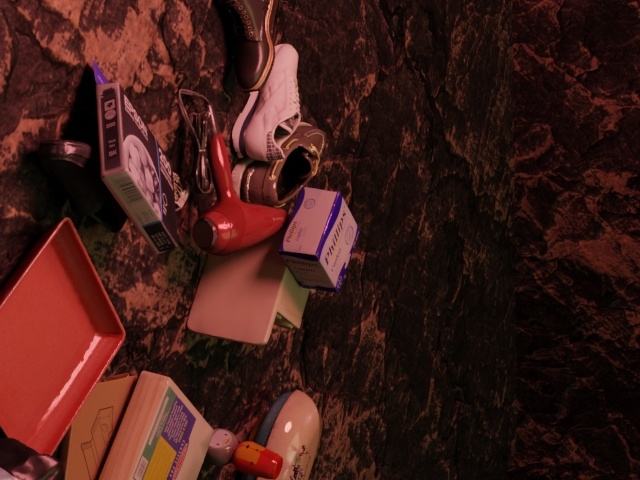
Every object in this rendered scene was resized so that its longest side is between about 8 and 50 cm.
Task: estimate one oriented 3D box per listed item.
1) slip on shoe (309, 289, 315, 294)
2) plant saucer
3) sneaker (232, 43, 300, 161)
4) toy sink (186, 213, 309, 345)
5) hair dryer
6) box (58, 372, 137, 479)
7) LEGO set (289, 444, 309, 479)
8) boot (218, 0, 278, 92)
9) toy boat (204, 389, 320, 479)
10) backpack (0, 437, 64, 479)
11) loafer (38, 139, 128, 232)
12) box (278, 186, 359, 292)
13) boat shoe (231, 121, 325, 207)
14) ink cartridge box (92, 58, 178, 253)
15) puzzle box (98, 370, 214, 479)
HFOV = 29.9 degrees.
[{"bbox_3d":[-0.043,0.067,2.357,0.041,0.051,0.135,-29,148,-10],"label":"slip on shoe"},{"bbox_3d":[-0.378,0.140,1.613,0.259,0.048,0.258,-61,150,-36],"label":"plant saucer"},{"bbox_3d":[-0.072,-0.239,2.104,0.090,0.095,0.235,54,48,-56],"label":"sneaker"},{"bbox_3d":[-0.108,0.075,2.069,0.131,0.153,0.234,47,55,-62],"label":"toy sink"},{"bbox_3d":[-0.148,-0.086,1.911,0.293,0.080,0.223,43,60,-40],"label":"hair dryer"},{"bbox_3d":[-0.337,0.306,1.802,0.164,0.021,0.201,-2,100,-66],"label":"box"},{"bbox_3d":[-0.036,0.415,2.183,0.054,0.023,0.083,55,53,-69],"label":"LEGO set"},{"bbox_3d":[-0.135,-0.353,1.959,0.137,0.077,0.197,28,60,-61],"label":"boot"},{"bbox_3d":[-0.109,0.398,2.235,0.318,0.148,0.267,38,69,-72],"label":"toy boat"},{"bbox_3d":[-0.462,0.395,1.286,0.355,0.273,0.290,-67,179,-57],"label":"backpack"},{"bbox_3d":[-0.315,-0.074,1.635,0.223,0.076,0.078,48,45,-65],"label":"loafer"},{"bbox_3d":[0.000,0.000,2.006,0.137,0.072,0.126,59,46,-56],"label":"box"},{"bbox_3d":[-0.056,-0.134,2.180,0.305,0.091,0.109,-43,137,-55],"label":"boat shoe"},{"bbox_3d":[-0.256,-0.120,1.673,0.206,0.045,0.208,64,12,-57],"label":"ink cartridge box"},{"bbox_3d":[-0.291,0.437,1.881,0.272,0.052,0.408,68,38,-61],"label":"puzzle box"}]
